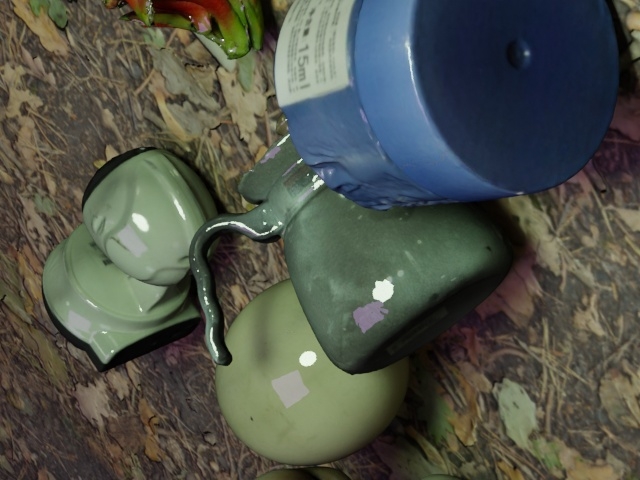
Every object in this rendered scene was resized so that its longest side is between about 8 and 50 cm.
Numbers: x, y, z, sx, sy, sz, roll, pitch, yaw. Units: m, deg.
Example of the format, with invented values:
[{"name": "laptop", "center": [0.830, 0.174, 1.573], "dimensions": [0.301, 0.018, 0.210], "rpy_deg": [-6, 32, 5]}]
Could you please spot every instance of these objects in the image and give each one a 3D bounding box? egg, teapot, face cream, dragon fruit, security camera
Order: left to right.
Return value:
[{"name": "security camera", "center": [-0.232, 0.007, 2.125], "dimensions": [0.191, 0.197, 0.277], "rpy_deg": [53, 139, 18]}, {"name": "dragon fruit", "center": [-0.181, -0.307, 1.816], "dimensions": [0.200, 0.198, 0.269], "rpy_deg": [-3, 126, 27]}, {"name": "egg", "center": [-0.010, 0.151, 1.945], "dimensions": [0.269, 0.219, 0.219], "rpy_deg": [-28, 96, 49]}, {"name": "teapot", "center": [0.015, -0.005, 1.781], "dimensions": [0.305, 0.223, 0.285], "rpy_deg": [-41, 74, 29]}, {"name": "face cream", "center": [0.111, -0.156, 1.537], "dimensions": [0.225, 0.249, 0.249], "rpy_deg": [-3, 115, 56]}]

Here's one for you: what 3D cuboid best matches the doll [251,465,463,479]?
[{"name": "doll", "center": [0.052, 0.373, 1.961], "dimensions": [0.226, 0.370, 0.215], "rpy_deg": [-52, 33, 37]}]
